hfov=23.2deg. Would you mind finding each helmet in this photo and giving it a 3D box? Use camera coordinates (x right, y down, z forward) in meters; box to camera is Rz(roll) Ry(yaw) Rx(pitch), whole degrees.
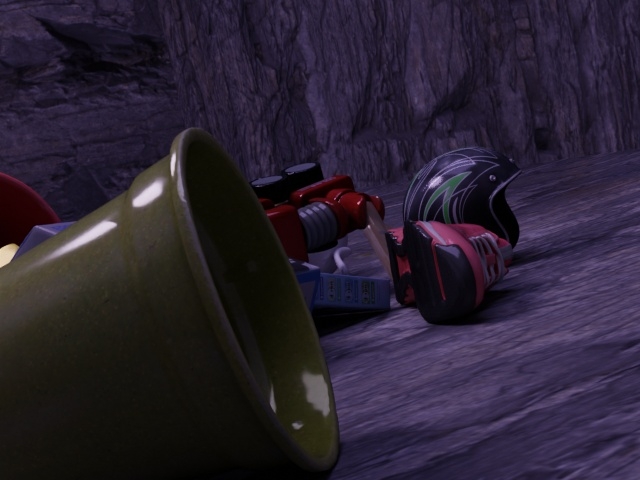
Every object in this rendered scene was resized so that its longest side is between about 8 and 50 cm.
[{"bbox_3d":[0.194,-0.044,2.093,0.169,0.162,0.169,-12,6,1],"label":"helmet"}]

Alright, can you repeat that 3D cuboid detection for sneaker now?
[{"bbox_3d":[0.163,0.017,1.796,0.136,0.116,0.314,-11,5,-6],"label":"sneaker"}]

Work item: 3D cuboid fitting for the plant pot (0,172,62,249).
[{"bbox_3d":[-0.497,0.069,2.066,0.243,0.275,0.275,-21,-2,44],"label":"plant pot"}]

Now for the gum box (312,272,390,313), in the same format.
[{"bbox_3d":[-0.033,0.065,1.862,0.157,0.041,0.184,-7,-9,40],"label":"gum box"}]

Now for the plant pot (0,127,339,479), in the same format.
[{"bbox_3d":[-0.155,0.087,1.185,0.254,0.276,0.276,-22,4,11],"label":"plant pot"}]

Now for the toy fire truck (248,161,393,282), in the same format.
[{"bbox_3d":[0.000,0.000,2.013,0.217,0.159,0.246,-22,16,-38],"label":"toy fire truck"}]

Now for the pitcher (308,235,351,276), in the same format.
[{"bbox_3d":[-0.018,0.022,2.224,0.177,0.125,0.207,12,25,20],"label":"pitcher"}]

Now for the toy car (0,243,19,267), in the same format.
[{"bbox_3d":[-0.281,0.083,1.849,0.225,0.053,0.239,-14,47,-2],"label":"toy car"}]

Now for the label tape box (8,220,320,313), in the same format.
[{"bbox_3d":[-0.205,0.038,1.684,0.333,0.106,0.240,19,13,24],"label":"label tape box"}]
